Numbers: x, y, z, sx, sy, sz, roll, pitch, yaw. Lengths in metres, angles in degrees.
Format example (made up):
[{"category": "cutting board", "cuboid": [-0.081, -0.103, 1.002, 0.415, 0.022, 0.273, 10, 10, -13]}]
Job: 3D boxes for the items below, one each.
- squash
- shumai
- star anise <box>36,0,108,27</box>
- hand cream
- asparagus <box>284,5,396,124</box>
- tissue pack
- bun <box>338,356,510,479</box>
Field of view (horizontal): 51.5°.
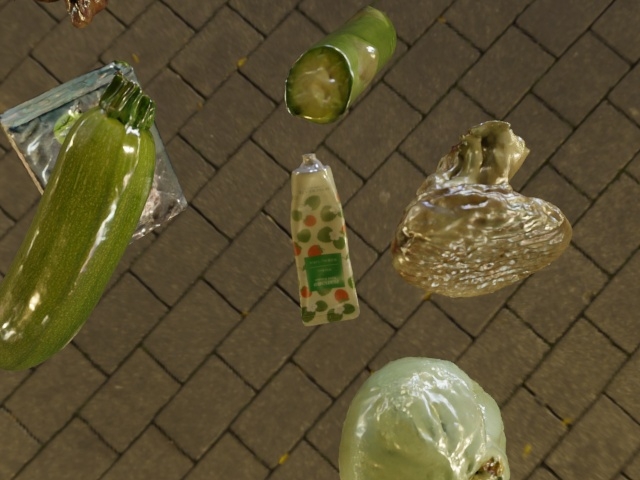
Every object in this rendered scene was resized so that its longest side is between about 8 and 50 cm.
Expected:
[{"category": "squash", "cuboid": [-0.174, 0.005, 0.461, 0.069, 0.069, 0.258, 38, 115, 7]}, {"category": "shumai", "cuboid": [0.170, -0.032, 0.745, 0.209, 0.161, 0.153, -3, 62, -14]}, {"category": "star anise", "cuboid": [-0.291, -0.369, 0.816, 0.190, 0.126, 0.220, 6, 58, -8]}, {"category": "hand cream", "cuboid": [0.000, 0.000, 0.630, 0.057, 0.037, 0.165, -8, 100, -3]}, {"category": "asparagus", "cuboid": [0.025, -0.162, 0.589, 0.067, 0.278, 0.060, -37, 101, 23]}, {"category": "tissue pack", "cuboid": [-0.292, -0.098, 0.883, 0.173, 0.236, 0.073, -33, 47, -22]}, {"category": "bun", "cuboid": [0.112, 0.208, 0.644, 0.195, 0.118, 0.196, 1, 89, -38]}]
